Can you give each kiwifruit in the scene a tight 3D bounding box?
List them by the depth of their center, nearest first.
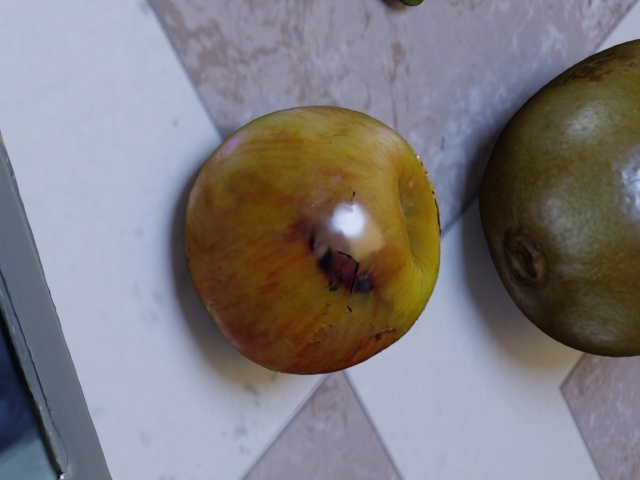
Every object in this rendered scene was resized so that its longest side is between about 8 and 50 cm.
[{"bbox_3d":[0.205,-0.028,1.002,0.234,0.196,0.196,-22,106,-38],"label":"kiwifruit"}]

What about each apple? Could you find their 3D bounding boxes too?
[{"bbox_3d":[0.000,0.000,0.822,0.146,0.146,0.146,0,90,-47],"label":"apple"}]

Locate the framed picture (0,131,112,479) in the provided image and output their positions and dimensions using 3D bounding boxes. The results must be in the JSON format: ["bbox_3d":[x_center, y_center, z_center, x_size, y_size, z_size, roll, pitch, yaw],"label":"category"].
[{"bbox_3d":[-0.284,0.064,0.589,0.446,0.028,0.326,-32,113,-42],"label":"framed picture"}]

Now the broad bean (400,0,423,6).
[{"bbox_3d":[0.026,-0.301,0.899,0.077,0.061,0.339,-30,111,-35],"label":"broad bean"}]
